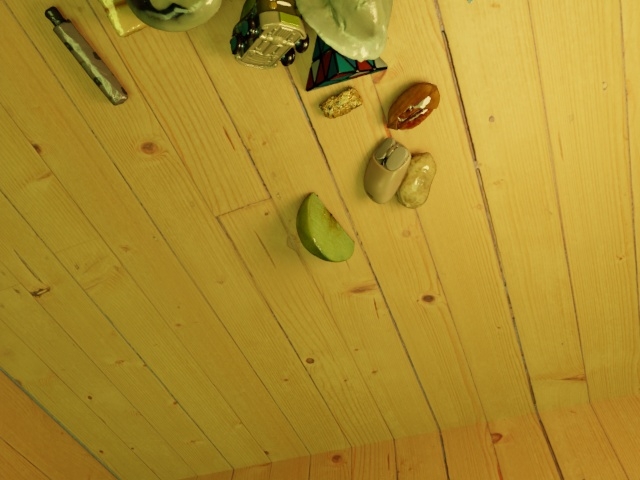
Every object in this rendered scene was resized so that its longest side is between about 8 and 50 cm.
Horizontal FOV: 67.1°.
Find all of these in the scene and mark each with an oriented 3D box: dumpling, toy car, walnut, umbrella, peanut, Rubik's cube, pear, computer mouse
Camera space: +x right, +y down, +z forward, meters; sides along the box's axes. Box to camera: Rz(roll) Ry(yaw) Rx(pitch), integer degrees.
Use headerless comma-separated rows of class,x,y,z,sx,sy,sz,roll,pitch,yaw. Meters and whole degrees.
dumpling,0.094,-0.706,1.337,0.270,0.320,0.212,11,154,-27
toy car,-0.158,-0.646,1.430,0.204,0.198,0.248,-1,170,-34
walnut,0.300,-0.434,1.586,0.207,0.115,0.116,-35,115,24
umbrella,-0.757,-0.593,1.570,0.073,0.067,0.337,8,138,52
peanut,0.338,-0.212,1.719,0.129,0.129,0.224,10,121,-3
Rubik's cube,0.021,-0.521,1.522,0.284,0.249,0.234,36,138,-24
pear,-0.005,-0.001,1.813,0.139,0.239,0.288,-30,116,21
computer mouse,0.226,-0.241,1.699,0.082,0.145,0.236,-5,134,-37

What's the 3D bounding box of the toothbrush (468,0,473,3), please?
toothbrush,0.498,-0.763,1.413,0.017,0.014,0.162,28,122,-36

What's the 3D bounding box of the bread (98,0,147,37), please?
bread,-0.497,-0.729,1.409,0.264,0.163,0.167,-17,120,14

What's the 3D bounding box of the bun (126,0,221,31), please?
bun,-0.402,-0.707,1.340,0.284,0.179,0.283,0,94,1

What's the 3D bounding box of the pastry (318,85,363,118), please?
pastry,0.068,-0.456,1.616,0.140,0.056,0.080,-28,106,22
